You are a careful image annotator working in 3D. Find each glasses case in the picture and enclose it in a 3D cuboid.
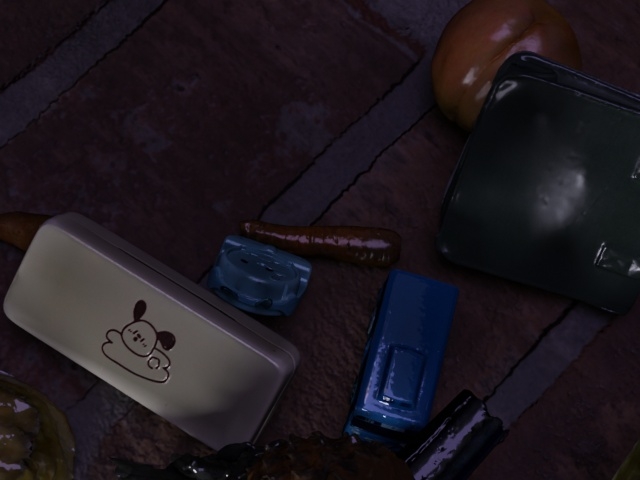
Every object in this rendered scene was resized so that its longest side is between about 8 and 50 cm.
[{"bbox_3d":[-0.182,0.099,1.570,0.313,0.070,0.131,32,109,6],"label":"glasses case"}]

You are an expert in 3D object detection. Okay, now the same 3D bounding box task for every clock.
[{"bbox_3d":[-0.071,0.046,1.609,0.108,0.147,0.045,19,110,1],"label":"clock"}]

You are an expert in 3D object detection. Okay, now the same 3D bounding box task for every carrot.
[{"bbox_3d":[0.000,0.000,1.686,0.191,0.047,0.047,6,66,0],"label":"carrot"}]

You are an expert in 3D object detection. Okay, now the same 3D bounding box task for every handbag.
[{"bbox_3d":[0.283,-0.059,1.647,0.260,0.247,0.079,21,25,1],"label":"handbag"}]

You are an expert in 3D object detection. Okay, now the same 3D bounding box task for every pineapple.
[{"bbox_3d":[-0.057,0.257,1.434,0.165,0.364,0.165,3,86,-38],"label":"pineapple"}]

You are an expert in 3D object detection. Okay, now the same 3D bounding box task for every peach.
[{"bbox_3d":[0.222,-0.209,1.731,0.184,0.184,0.184,3,67,-6],"label":"peach"}]

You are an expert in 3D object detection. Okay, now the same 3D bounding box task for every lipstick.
[{"bbox_3d":[0.031,0.321,1.495,0.077,0.077,0.418,43,81,12],"label":"lipstick"}]

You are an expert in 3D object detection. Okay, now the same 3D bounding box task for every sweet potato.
[{"bbox_3d":[-0.319,-0.006,1.644,0.195,0.056,0.056,15,66,3],"label":"sweet potato"}]

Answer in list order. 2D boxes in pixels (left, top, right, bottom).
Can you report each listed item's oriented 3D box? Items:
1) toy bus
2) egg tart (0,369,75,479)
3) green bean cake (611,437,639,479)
[{"bbox_3d":[0.088,0.134,1.603,0.090,0.106,0.185,16,66,-2],"label":"toy bus"},{"bbox_3d":[-0.376,0.228,1.517,0.252,0.098,0.232,34,64,12],"label":"egg tart"},{"bbox_3d":[0.392,0.287,1.519,0.202,0.285,0.310,33,98,7],"label":"green bean cake"}]
